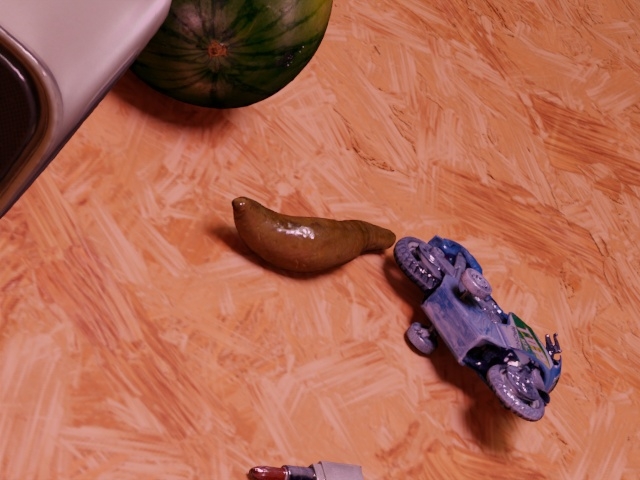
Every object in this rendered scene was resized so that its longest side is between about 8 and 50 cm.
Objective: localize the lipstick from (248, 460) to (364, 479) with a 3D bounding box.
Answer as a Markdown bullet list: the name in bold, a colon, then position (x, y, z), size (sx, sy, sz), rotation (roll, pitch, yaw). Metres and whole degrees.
- **lipstick**: position (-0.013, 0.200, 1.476), size (0.107, 0.025, 0.025), rotation (11, 45, -32)

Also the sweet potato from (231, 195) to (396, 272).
- **sweet potato**: position (0.002, 0.001, 1.684), size (0.249, 0.059, 0.069), rotation (6, 36, -48)

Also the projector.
- **projector**: position (-0.295, -0.159, 1.374), size (0.248, 0.248, 0.249), rotation (39, 34, -7)

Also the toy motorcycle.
- **toy motorcycle**: position (0.163, 0.086, 1.729), size (0.135, 0.092, 0.254), rotation (15, 33, -49)

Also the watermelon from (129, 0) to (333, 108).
- **watermelon**: position (-0.102, -0.249, 1.685), size (0.242, 0.242, 0.242), rotation (27, 37, -23)
